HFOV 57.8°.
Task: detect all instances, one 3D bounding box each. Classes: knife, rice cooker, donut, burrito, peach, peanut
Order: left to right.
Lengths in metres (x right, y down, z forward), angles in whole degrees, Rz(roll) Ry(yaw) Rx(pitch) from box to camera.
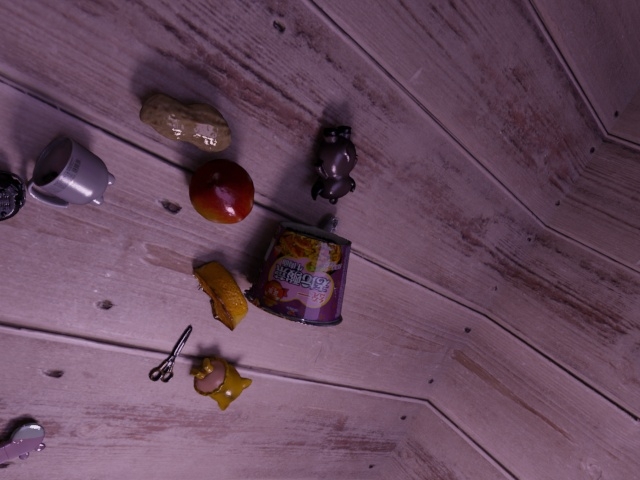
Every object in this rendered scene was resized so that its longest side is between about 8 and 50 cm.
[{"bbox_3d":[-0.980,0.627,1.623,0.399,0.038,0.132,-21,128,-29],"label":"knife"},{"bbox_3d":[-0.745,-0.098,1.286,0.166,0.106,0.112,-6,118,-27],"label":"rice cooker"},{"bbox_3d":[-0.340,-0.308,1.497,0.257,0.123,0.123,18,105,-43],"label":"peanut"},{"bbox_3d":[-0.275,-0.139,1.614,0.198,0.197,0.197,-23,130,-29],"label":"peach"},{"bbox_3d":[-0.299,0.194,1.844,0.101,0.152,0.258,-34,136,-24],"label":"donut"},{"bbox_3d":[0.001,0.001,2.048,0.064,0.064,0.203,26,99,-48],"label":"burrito"}]

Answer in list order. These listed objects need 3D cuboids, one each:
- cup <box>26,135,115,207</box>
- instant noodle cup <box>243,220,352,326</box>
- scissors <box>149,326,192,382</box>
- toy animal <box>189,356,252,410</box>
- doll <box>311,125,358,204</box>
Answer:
[{"bbox_3d":[-0.589,-0.138,1.375,0.173,0.134,0.142,-52,140,-2],"label":"cup"},{"bbox_3d":[-0.054,0.096,1.890,0.340,0.340,0.265,5,105,-44],"label":"instant noodle cup"},{"bbox_3d":[-0.480,0.375,1.910,0.088,0.017,0.220,27,97,-47],"label":"scissors"},{"bbox_3d":[-0.353,0.485,2.008,0.156,0.156,0.229,-47,135,-6],"label":"toy animal"},{"bbox_3d":[0.045,-0.239,1.879,0.182,0.117,0.257,-15,126,-32],"label":"doll"}]
